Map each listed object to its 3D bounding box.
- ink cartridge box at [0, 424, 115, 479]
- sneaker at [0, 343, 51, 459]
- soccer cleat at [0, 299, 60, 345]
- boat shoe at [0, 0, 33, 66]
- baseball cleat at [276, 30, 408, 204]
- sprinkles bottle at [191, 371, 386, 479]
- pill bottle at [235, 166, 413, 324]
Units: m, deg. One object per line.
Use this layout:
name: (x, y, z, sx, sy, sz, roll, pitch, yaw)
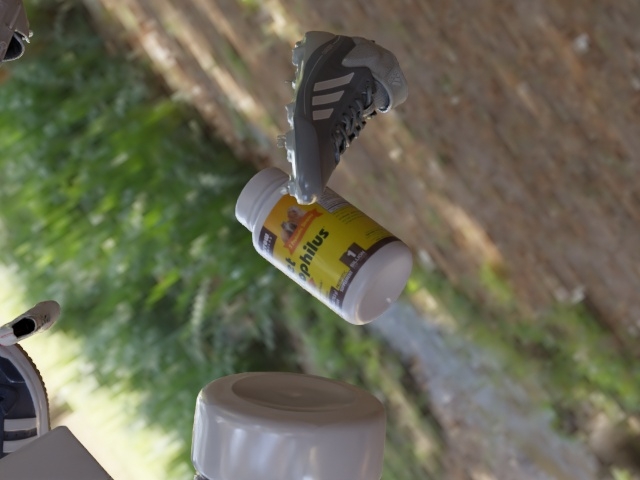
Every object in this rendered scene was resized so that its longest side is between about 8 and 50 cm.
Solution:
ink cartridge box: (-0.219, 0.343, 1.454, 0.198, 0.197, 0.270, 38, 149, 43)
sneaker: (-0.352, 0.216, 1.777, 0.099, 0.153, 0.282, 16, 137, 24)
soccer cleat: (-0.284, 0.081, 1.724, 0.035, 0.083, 0.029, -18, 97, 45)
boat shoe: (-0.254, -0.162, 1.338, 0.063, 0.066, 0.184, 39, -152, -18)
baseball cleat: (0.021, -0.113, 1.500, 0.072, 0.109, 0.206, 88, -176, -48)
sprinkles bottle: (-0.034, 0.268, 1.126, 0.121, 0.121, 0.355, -149, 63, -64)
pill bottle: (0.000, 0.000, 2.124, 0.215, 0.117, 0.117, 36, 161, 26)
